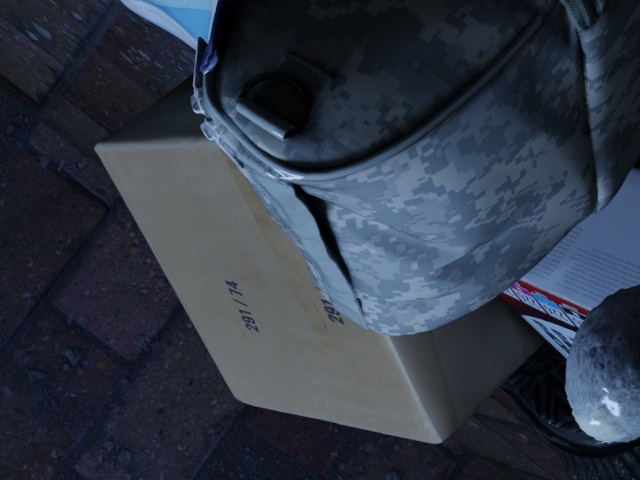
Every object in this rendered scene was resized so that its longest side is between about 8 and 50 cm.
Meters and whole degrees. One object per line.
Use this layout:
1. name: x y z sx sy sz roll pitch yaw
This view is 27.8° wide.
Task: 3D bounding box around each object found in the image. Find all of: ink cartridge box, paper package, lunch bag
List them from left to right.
1. paper package: 0.000 0.000 1.170 0.309 0.168 0.325 4 128 47
2. lunch bag: 0.065 -0.091 0.778 0.212 0.256 0.305 31 167 23
3. ink cartridge box: 0.310 0.077 1.012 0.272 0.130 0.309 41 173 -31

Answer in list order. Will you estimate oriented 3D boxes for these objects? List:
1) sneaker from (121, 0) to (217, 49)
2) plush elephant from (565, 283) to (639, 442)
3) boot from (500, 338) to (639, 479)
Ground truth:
1. sneaker: -0.106 -0.239 1.026 0.319 0.127 0.208 27 167 37
2. plush elephant: 0.301 0.073 0.699 0.330 0.272 0.255 21 152 8
3. boot: 0.338 0.216 1.527 0.260 0.131 0.348 48 176 -21
